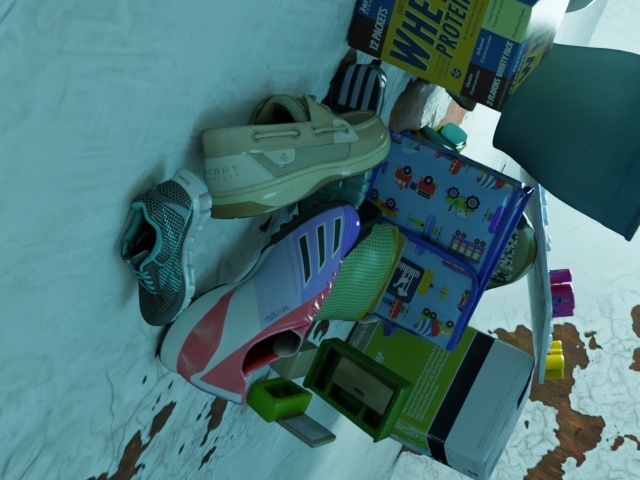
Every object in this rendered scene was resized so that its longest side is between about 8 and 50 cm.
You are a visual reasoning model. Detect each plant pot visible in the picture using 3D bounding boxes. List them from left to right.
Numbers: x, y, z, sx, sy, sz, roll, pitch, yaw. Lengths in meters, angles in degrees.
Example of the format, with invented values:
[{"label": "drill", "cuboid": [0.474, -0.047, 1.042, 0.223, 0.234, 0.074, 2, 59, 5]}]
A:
[{"label": "plant pot", "cuboid": [0.409, -0.175, 1.846, 0.272, 0.255, 0.272, -59, 168, -21]}]

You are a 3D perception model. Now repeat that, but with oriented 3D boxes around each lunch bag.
[{"label": "lunch bag", "cuboid": [0.155, 0.009, 1.850, 0.293, 0.221, 0.138, -67, 165, 12]}]

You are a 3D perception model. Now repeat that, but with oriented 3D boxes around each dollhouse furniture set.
[{"label": "dollhouse furniture set", "cuboid": [0.050, 0.133, 1.740, 0.197, 0.151, 0.301, -4, 122, -56]}]

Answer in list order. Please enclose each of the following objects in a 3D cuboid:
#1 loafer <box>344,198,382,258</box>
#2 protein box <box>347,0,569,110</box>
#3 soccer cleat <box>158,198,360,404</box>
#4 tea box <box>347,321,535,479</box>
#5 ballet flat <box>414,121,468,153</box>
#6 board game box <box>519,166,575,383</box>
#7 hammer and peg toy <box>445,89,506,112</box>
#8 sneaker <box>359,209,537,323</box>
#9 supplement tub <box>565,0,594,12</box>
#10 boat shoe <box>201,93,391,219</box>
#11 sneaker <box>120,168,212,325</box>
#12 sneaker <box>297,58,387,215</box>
[{"label": "loafer", "cuboid": [0.000, 0.000, 1.597, 0.220, 0.080, 0.078, -32, 150, -48]}, {"label": "protein box", "cuboid": [0.173, -0.284, 1.442, 0.201, 0.199, 0.136, -46, 157, -49]}, {"label": "soccer cleat", "cuboid": [-0.039, 0.067, 1.385, 0.318, 0.116, 0.109, -39, 153, -38]}, {"label": "tea box", "cuboid": [0.214, 0.279, 2.321, 0.220, 0.323, 0.329, -61, 164, -13]}, {"label": "ballet flat", "cuboid": [0.190, -0.146, 2.023, 0.077, 0.077, 0.231, -51, 172, 18]}, {"label": "board game box", "cuboid": [0.384, 0.004, 2.099, 0.390, 0.050, 0.390, 73, 15, -65]}, {"label": "hammer and peg toy", "cuboid": [0.271, -0.327, 1.876, 0.266, 0.127, 0.361, -66, 169, 6]}, {"label": "sneaker", "cuboid": [0.191, 0.058, 2.009, 0.182, 0.158, 0.410, -31, 176, -38]}, {"label": "supplement tub", "cuboid": [0.326, -0.479, 1.592, 0.316, 0.228, 0.228, -59, 165, -21]}, {"label": "boat shoe", "cuboid": [-0.020, -0.105, 1.253, 0.302, 0.109, 0.098, -29, 110, -54]}, {"label": "sneaker", "cuboid": [-0.154, 0.013, 1.117, 0.076, 0.065, 0.166, -24, 137, -44]}, {"label": "sneaker", "cuboid": [0.039, -0.114, 1.515, 0.098, 0.083, 0.224, -44, 156, -65]}]
